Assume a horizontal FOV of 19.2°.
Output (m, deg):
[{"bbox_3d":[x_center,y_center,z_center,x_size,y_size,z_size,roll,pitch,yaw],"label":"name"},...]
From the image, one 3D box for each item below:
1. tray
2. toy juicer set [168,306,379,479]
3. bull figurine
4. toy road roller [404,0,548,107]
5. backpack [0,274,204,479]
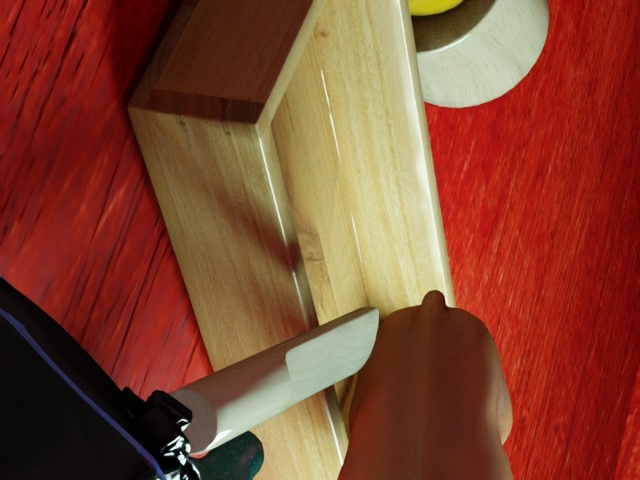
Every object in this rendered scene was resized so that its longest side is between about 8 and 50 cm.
[{"bbox_3d":[0.000,0.000,1.079,0.411,0.076,0.203,78,27,-49],"label":"tray"},{"bbox_3d":[-0.089,0.160,0.859,0.329,0.089,0.209,-69,158,-3],"label":"toy juicer set"},{"bbox_3d":[0.050,0.178,1.002,0.188,0.101,0.310,85,16,-50],"label":"bull figurine"},{"bbox_3d":[0.152,-0.247,1.153,0.202,0.240,0.330,30,70,-70],"label":"toy road roller"},{"bbox_3d":[-0.112,0.087,0.646,0.117,0.158,0.173,-44,153,-14],"label":"backpack"}]
